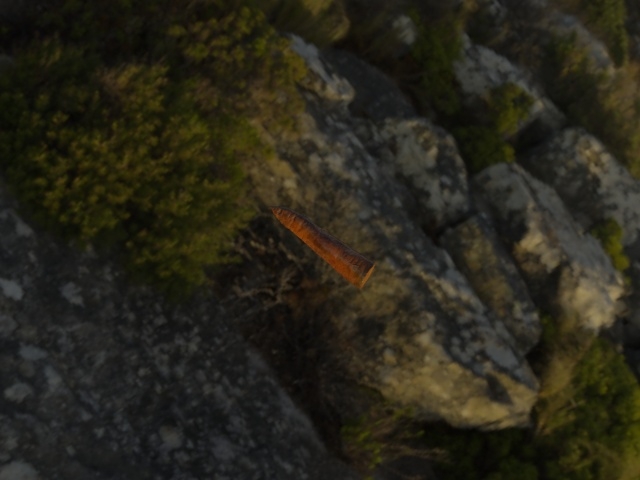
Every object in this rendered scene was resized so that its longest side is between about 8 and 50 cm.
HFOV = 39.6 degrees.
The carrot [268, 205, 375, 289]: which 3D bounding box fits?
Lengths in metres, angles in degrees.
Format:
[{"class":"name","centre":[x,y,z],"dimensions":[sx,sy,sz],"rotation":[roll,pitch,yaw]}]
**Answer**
[{"class":"carrot","centre":[0.000,0.000,1.611],"dimensions":[0.224,0.057,0.057],"rotation":[37,32,11]}]
